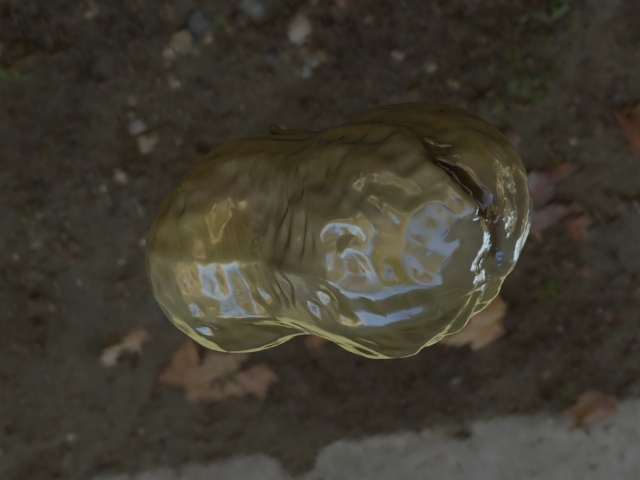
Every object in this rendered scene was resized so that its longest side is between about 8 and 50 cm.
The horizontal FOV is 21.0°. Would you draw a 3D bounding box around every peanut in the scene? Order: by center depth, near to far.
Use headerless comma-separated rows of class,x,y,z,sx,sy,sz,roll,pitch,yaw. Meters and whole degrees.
peanut,0.000,0.000,1.027,0.149,0.149,0.313,24,159,-39
